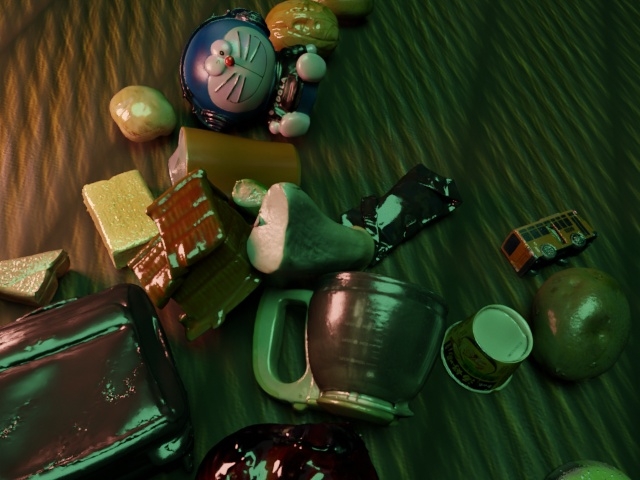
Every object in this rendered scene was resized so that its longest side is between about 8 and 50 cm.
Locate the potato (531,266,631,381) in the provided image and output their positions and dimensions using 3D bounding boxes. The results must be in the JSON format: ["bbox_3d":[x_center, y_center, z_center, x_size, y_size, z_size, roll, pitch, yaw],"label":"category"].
[{"bbox_3d":[0.503,0.163,1.082,0.178,0.160,0.235,22,66,35],"label":"potato"}]

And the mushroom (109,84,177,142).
[{"bbox_3d":[-0.398,-0.285,1.250,0.148,0.112,0.148,6,55,-9],"label":"mushroom"}]

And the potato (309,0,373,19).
[{"bbox_3d":[0.041,-0.716,1.633,0.251,0.113,0.149,18,46,-8],"label":"potato"}]

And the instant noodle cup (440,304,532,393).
[{"bbox_3d":[0.314,0.196,1.038,0.152,0.122,0.151,4,57,-6],"label":"instant noodle cup"}]

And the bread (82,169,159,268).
[{"bbox_3d":[-0.387,-0.045,1.112,0.126,0.068,0.188,-23,63,-24],"label":"bread"}]

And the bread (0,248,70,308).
[{"bbox_3d":[-0.551,0.056,1.005,0.152,0.077,0.105,16,58,-3],"label":"bread"}]

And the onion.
[{"bbox_3d":[-0.047,0.369,0.804,0.281,0.221,0.281,4,27,-2],"label":"onion"}]

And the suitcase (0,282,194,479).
[{"bbox_3d":[-0.393,0.249,0.853,0.345,0.188,0.339,-20,56,-20],"label":"suitcase"}]

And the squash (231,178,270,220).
[{"bbox_3d":[-0.079,-0.045,1.111,0.239,0.069,0.069,36,50,-26],"label":"squash"}]

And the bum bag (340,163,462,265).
[{"bbox_3d":[0.176,-0.066,1.224,0.310,0.074,0.137,-32,78,-22],"label":"bum bag"}]

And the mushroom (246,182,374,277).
[{"bbox_3d":[0.000,0.000,1.017,0.329,0.159,0.122,12,35,-54],"label":"mushroom"}]

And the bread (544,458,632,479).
[{"bbox_3d":[0.474,0.480,0.924,0.229,0.033,0.228,4,54,-6],"label":"bread"}]

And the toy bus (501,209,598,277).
[{"bbox_3d":[0.505,0.002,1.228,0.182,0.091,0.103,-18,61,-19],"label":"toy bus"}]

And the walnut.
[{"bbox_3d":[-0.049,-0.559,1.480,0.207,0.159,0.159,-3,56,-14],"label":"walnut"}]

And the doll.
[{"bbox_3d":[-0.169,-0.383,1.293,0.310,0.284,0.240,12,8,-19],"label":"doll"}]

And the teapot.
[{"bbox_3d":[0.043,0.181,0.939,0.322,0.239,0.239,17,68,-5],"label":"teapot"}]

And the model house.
[{"bbox_3d":[-0.222,0.016,0.987,0.199,0.219,0.229,-36,108,1],"label":"model house"}]

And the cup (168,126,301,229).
[{"bbox_3d":[-0.182,-0.119,1.159,0.264,0.182,0.226,-1,89,-19],"label":"cup"}]
